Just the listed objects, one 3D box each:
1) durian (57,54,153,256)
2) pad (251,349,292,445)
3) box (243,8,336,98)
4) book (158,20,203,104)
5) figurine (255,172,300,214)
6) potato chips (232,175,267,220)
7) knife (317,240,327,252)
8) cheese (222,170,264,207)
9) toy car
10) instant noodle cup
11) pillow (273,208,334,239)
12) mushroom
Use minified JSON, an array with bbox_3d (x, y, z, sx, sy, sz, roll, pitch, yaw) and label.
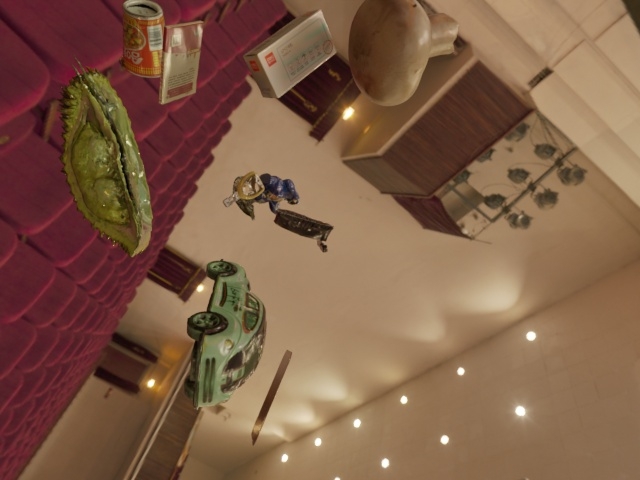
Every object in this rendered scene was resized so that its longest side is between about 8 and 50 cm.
[{"bbox_3d":[-0.389,-0.144,0.834,0.169,0.352,0.158,-7,-172,44],"label":"durian"},{"bbox_3d":[-0.143,0.447,1.262,0.176,0.002,0.266,134,-20,-75],"label":"pad"},{"bbox_3d":[-0.079,-0.531,1.239,0.079,0.135,0.269,21,-121,45],"label":"box"},{"bbox_3d":[-0.424,-0.541,1.324,0.162,0.022,0.232,-48,165,-49],"label":"book"},{"bbox_3d":[-0.188,-0.214,1.916,0.164,0.262,0.121,-40,-123,7],"label":"figurine"},{"bbox_3d":[-0.308,-0.190,1.927,0.029,0.202,0.220,-32,-150,34],"label":"potato chips"},{"bbox_3d":[0.000,0.000,1.698,0.245,0.019,0.072,-137,-138,-79],"label":"knife"},{"bbox_3d":[-0.272,-0.169,1.510,0.162,0.086,0.036,-40,-151,-27],"label":"cheese"},{"bbox_3d":[-0.156,0.148,0.757,0.306,0.125,0.136,-98,-163,-67],"label":"toy car"},{"bbox_3d":[-0.632,-0.730,1.561,0.212,0.193,0.193,109,2,-49],"label":"instant noodle cup"},{"bbox_3d":[-0.064,-0.054,1.544,0.141,0.208,0.055,121,-13,-70],"label":"pillow"},{"bbox_3d":[0.230,-0.516,1.182,0.292,0.289,0.293,169,-90,-71],"label":"mushroom"}]
